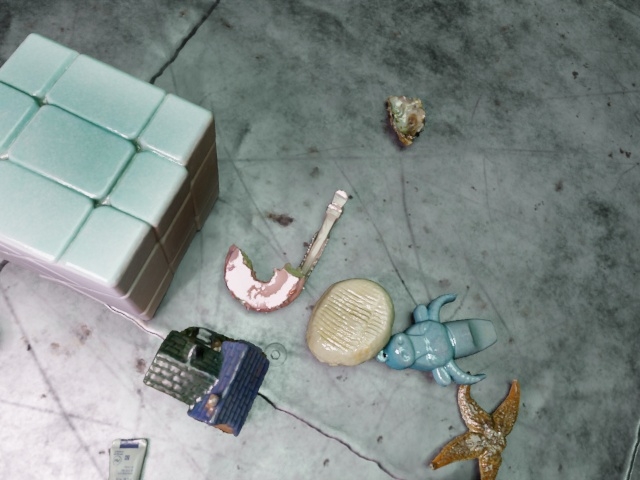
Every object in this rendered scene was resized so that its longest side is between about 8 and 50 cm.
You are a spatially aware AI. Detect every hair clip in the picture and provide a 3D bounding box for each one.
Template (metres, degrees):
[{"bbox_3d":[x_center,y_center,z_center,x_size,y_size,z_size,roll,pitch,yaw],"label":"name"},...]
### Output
[{"bbox_3d":[0.000,0.000,1.013,0.034,0.072,0.226,25,77,5],"label":"hair clip"}]

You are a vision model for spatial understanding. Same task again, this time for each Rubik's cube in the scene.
[{"bbox_3d":[-0.383,-0.083,0.813,0.322,0.319,0.316,23,69,-2],"label":"Rubik's cube"}]

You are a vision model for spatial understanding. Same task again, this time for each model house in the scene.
[{"bbox_3d":[-0.194,0.231,0.823,0.183,0.172,0.166,24,69,-2],"label":"model house"}]

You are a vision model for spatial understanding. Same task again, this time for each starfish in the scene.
[{"bbox_3d":[0.318,0.371,0.952,0.138,0.050,0.247,31,61,1],"label":"starfish"}]

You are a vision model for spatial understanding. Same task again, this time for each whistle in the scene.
[{"bbox_3d":[0.239,0.211,0.966,0.274,0.093,0.186,-8,67,-18],"label":"whistle"}]

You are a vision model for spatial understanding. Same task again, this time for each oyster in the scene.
[{"bbox_3d":[0.205,-0.291,1.153,0.103,0.051,0.148,12,54,-5],"label":"oyster"}]

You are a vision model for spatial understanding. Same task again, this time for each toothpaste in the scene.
[{"bbox_3d":[-0.335,0.448,0.790,0.062,0.037,0.216,4,66,-10],"label":"toothpaste"}]

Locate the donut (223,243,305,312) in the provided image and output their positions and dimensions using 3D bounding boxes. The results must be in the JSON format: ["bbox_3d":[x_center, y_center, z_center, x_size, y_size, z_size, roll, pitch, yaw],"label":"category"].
[{"bbox_3d":[-0.117,0.085,0.936,0.166,0.065,0.117,24,96,4],"label":"donut"}]

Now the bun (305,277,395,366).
[{"bbox_3d":[0.060,0.166,0.939,0.164,0.111,0.188,24,69,16],"label":"bun"}]
